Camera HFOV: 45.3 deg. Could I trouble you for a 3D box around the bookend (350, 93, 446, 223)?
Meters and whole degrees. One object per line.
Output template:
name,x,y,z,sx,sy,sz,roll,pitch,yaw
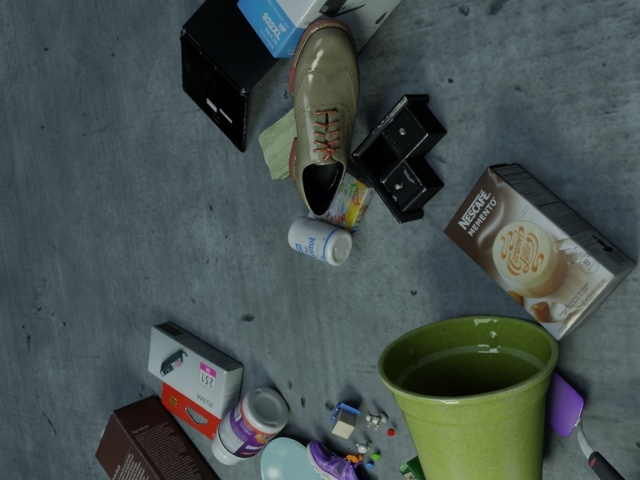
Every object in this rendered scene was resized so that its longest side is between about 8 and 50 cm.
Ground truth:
bookend,0.157,-0.139,1.311,0.156,0.072,0.157,-46,69,37

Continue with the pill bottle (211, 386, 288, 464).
pill bottle,-0.161,0.411,1.676,0.108,0.108,0.193,55,129,19

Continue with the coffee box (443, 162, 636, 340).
coffee box,0.329,0.012,1.174,0.246,0.098,0.141,46,125,25

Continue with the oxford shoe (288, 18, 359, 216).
oxford shoe,0.015,-0.195,1.293,0.130,0.123,0.348,-104,12,-46

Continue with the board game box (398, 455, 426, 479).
board game box,0.255,0.468,1.307,0.259,0.136,0.030,53,131,21

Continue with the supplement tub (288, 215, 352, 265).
supplement tub,0.000,0.000,1.441,0.107,0.071,0.071,20,111,37

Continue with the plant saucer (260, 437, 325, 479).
plant saucer,-0.047,0.510,1.645,0.195,0.037,0.195,10,106,39

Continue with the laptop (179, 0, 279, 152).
laptop,-0.174,-0.366,1.595,0.234,0.136,0.264,47,151,25

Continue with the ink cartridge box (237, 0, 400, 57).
ink cartridge box,0.046,-0.447,1.244,0.307,0.223,0.129,-45,70,37

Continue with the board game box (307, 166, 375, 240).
board game box,0.035,-0.063,1.463,0.103,0.026,0.154,39,122,29

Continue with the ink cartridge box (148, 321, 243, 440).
ink cartridge box,-0.308,0.353,1.827,0.275,0.060,0.239,22,112,36

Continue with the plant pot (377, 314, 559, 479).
plant pot,0.247,0.291,1.217,0.276,0.276,0.254,4,112,41

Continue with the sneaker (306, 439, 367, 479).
sneaker,0.047,0.457,1.548,0.170,0.068,0.071,37,106,20

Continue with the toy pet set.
toy pet set,0.077,0.369,1.509,0.114,0.065,0.122,25,123,-3

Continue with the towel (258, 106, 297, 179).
towel,-0.064,-0.193,1.523,0.148,0.027,0.110,-31,79,40

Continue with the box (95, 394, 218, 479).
box,-0.385,0.594,1.889,0.381,0.143,0.191,45,127,23

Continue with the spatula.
spatula,0.398,0.306,1.138,0.296,0.030,0.084,-114,35,-60
